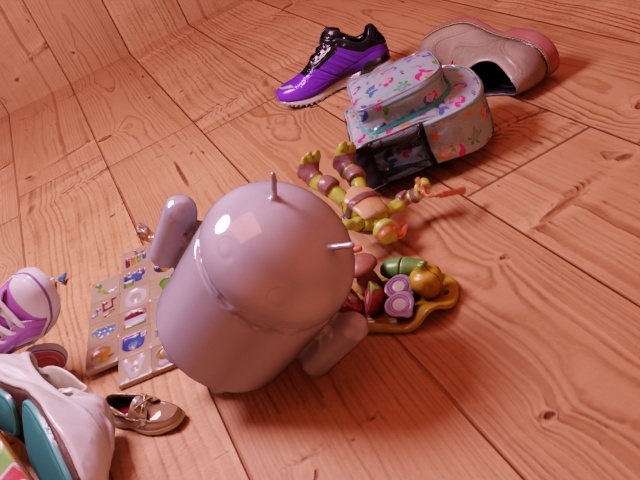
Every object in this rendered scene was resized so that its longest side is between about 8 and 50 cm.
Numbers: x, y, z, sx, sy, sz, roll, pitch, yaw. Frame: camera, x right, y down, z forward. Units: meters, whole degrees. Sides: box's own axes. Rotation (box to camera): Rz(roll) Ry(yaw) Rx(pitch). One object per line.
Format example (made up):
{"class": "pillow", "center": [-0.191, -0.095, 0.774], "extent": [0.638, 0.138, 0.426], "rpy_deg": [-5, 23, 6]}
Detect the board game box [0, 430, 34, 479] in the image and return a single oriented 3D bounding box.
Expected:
{"class": "board game box", "center": [-0.462, 0.308, 1.062], "extent": [0.124, 0.039, 0.259], "rpy_deg": [-41, 55, -16]}

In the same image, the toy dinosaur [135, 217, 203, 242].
{"class": "toy dinosaur", "center": [-0.252, 0.001, 1.522], "extent": [0.211, 0.064, 0.112], "rpy_deg": [16, 59, 33]}

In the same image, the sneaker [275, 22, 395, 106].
{"class": "sneaker", "center": [0.017, -0.426, 1.910], "extent": [0.293, 0.146, 0.102], "rpy_deg": [-22, 29, 4]}

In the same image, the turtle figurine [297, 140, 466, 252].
{"class": "turtle figurine", "center": [0.074, -0.065, 1.279], "extent": [0.269, 0.087, 0.217], "rpy_deg": [-26, 54, -15]}

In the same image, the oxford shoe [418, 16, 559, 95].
{"class": "oxford shoe", "center": [0.301, -0.361, 1.625], "extent": [0.130, 0.123, 0.348], "rpy_deg": [-42, 32, -19]}

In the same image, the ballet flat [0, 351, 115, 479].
{"class": "ballet flat", "center": [-0.365, 0.242, 1.120], "extent": [0.139, 0.139, 0.400], "rpy_deg": [-40, 38, -26]}

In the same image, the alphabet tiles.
{"class": "alphabet tiles", "center": [-0.256, 0.095, 1.354], "extent": [0.285, 0.011, 0.342], "rpy_deg": [-22, 37, 3]}

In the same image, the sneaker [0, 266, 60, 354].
{"class": "sneaker", "center": [-0.519, 0.155, 1.255], "extent": [0.282, 0.102, 0.161], "rpy_deg": [-40, 2, 35]}

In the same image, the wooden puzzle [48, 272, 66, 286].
{"class": "wooden puzzle", "center": [-0.554, 0.107, 1.599], "extent": [0.116, 0.014, 0.078], "rpy_deg": [-24, 33, 2]}

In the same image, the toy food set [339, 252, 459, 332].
{"class": "toy food set", "center": [0.082, 0.063, 1.137], "extent": [0.218, 0.071, 0.128], "rpy_deg": [-5, 35, 32]}

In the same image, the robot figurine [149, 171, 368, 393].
{"class": "robot figurine", "center": [-0.086, 0.061, 1.036], "extent": [0.353, 0.300, 0.200], "rpy_deg": [-51, 8, 45]}

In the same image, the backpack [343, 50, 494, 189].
{"class": "backpack", "center": [0.171, -0.221, 1.435], "extent": [0.253, 0.191, 0.225], "rpy_deg": [-15, 29, 6]}

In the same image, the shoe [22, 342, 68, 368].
{"class": "shoe", "center": [-0.486, 0.232, 1.297], "extent": [0.178, 0.063, 0.081], "rpy_deg": [-25, 30, 9]}

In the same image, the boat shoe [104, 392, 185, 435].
{"class": "boat shoe", "center": [-0.249, 0.236, 1.125], "extent": [0.135, 0.045, 0.050], "rpy_deg": [-5, 34, 30]}
